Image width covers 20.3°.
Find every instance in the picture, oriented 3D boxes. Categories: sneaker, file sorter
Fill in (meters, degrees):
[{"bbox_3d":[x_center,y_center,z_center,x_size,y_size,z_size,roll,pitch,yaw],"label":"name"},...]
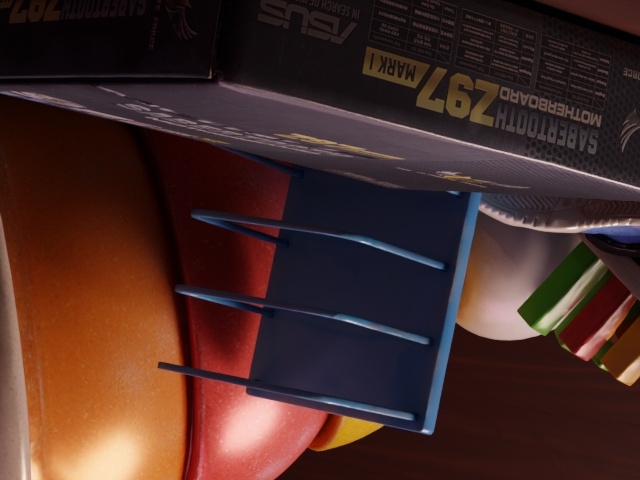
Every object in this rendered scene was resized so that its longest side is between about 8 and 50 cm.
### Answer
[{"bbox_3d":[0.146,-0.025,1.018,0.152,0.058,0.084,3,170,-3],"label":"sneaker"},{"bbox_3d":[0.000,0.000,0.915,0.118,0.170,0.104,8,174,37],"label":"file sorter"}]

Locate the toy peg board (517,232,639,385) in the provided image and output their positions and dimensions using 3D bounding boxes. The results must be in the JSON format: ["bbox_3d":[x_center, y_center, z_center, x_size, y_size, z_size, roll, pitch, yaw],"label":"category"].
[{"bbox_3d":[0.212,0.071,1.099,0.161,0.079,0.160,27,-161,-45],"label":"toy peg board"}]

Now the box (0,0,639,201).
[{"bbox_3d":[0.005,-0.062,0.677,0.232,0.059,0.183,11,176,-38],"label":"box"}]

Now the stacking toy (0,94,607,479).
[{"bbox_3d":[-0.039,0.034,1.128,0.480,0.350,0.350,-7,-176,-21],"label":"stacking toy"}]
